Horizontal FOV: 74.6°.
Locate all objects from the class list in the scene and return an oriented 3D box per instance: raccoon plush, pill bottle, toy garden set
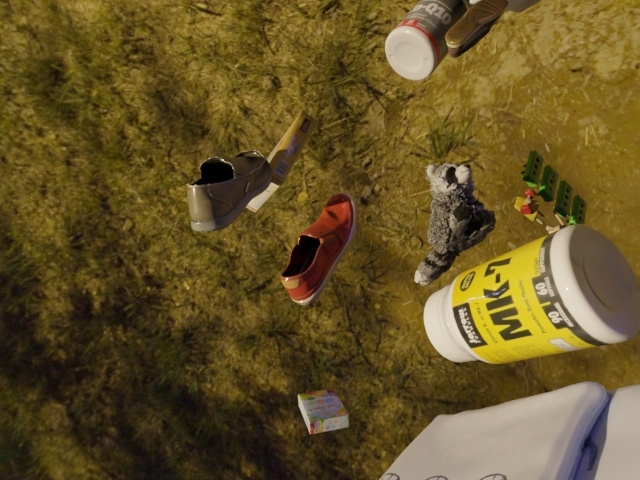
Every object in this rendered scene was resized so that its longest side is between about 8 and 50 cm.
[{"bbox_3d":[0.428,-0.085,1.579,0.216,0.299,0.446,18,125,-40],"label":"raccoon plush"},{"bbox_3d":[0.224,0.075,0.480,0.119,0.119,0.208,45,144,-4],"label":"pill bottle"},{"bbox_3d":[0.324,-0.610,1.202,0.161,0.283,0.161,33,161,13],"label":"pill bottle"},{"bbox_3d":[0.626,-0.097,1.154,0.244,0.204,0.049,38,149,-15],"label":"toy garden set"}]

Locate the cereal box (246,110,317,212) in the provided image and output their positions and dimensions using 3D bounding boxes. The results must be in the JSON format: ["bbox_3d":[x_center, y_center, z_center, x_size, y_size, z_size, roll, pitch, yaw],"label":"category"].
[{"bbox_3d":[-0.102,-0.172,0.971,0.047,0.173,0.240,31,158,-15],"label":"cereal box"}]

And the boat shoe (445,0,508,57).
[{"bbox_3d":[0.300,-0.414,0.816,0.056,0.152,0.049,47,171,29],"label":"boat shoe"}]

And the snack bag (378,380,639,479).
[{"bbox_3d":[0.123,0.156,0.235,0.342,0.323,0.037,-40,74,45],"label":"snack bag"}]

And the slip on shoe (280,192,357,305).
[{"bbox_3d":[0.000,0.000,1.061,0.123,0.331,0.101,1,143,41],"label":"slip on shoe"}]

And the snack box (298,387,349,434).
[{"bbox_3d":[0.005,0.433,1.075,0.100,0.141,0.037,-6,99,-13],"label":"snack box"}]

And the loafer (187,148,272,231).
[{"bbox_3d":[-0.154,-0.111,0.736,0.094,0.251,0.088,-3,122,14],"label":"loafer"}]

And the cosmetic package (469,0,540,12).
[{"bbox_3d":[0.413,-0.689,0.814,0.217,0.156,0.385,-169,74,-67],"label":"cosmetic package"}]
